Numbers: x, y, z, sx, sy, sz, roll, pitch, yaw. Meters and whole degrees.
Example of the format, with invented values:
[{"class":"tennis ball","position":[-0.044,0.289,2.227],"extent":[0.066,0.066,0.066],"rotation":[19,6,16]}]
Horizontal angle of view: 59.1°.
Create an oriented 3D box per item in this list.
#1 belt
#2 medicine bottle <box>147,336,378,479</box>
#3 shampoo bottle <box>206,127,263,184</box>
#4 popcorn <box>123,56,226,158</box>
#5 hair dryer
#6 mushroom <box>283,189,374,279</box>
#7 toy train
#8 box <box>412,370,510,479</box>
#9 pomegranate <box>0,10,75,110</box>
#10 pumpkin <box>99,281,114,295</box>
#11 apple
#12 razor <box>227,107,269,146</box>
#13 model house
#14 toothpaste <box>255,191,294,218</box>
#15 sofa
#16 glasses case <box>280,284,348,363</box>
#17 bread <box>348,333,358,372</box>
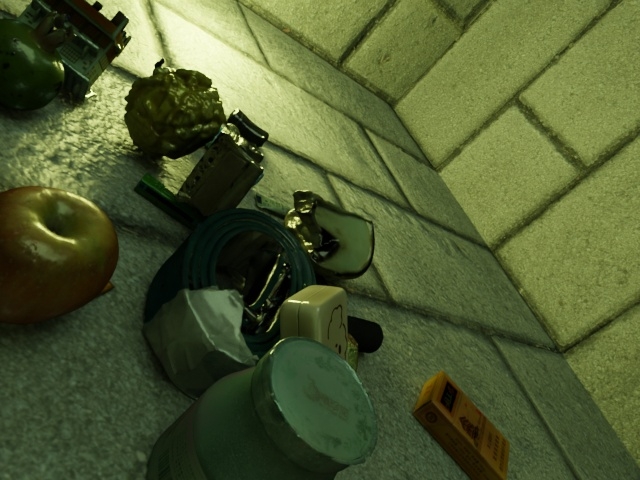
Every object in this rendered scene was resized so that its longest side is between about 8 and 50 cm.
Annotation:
[{"class":"belt","position":[-0.171,0.112,1.134],"extent":[0.300,0.173,0.436],"rotation":[38,27,-12]},{"class":"medicine bottle","position":[-0.080,0.305,0.843],"extent":[0.245,0.290,0.245],"rotation":[35,28,-21]},{"class":"shampoo bottle","position":[-0.274,-0.266,1.672],"extent":[0.258,0.061,0.104],"rotation":[45,25,-2]},{"class":"popcorn","position":[-0.364,-0.318,1.394],"extent":[0.225,0.249,0.249],"rotation":[54,24,-9]},{"class":"hair dryer","position":[0.040,0.178,1.471],"extent":[0.197,0.089,0.251],"rotation":[19,29,-43]},{"class":"mushroom","position":[0.002,0.009,1.590],"extent":[0.292,0.212,0.217],"rotation":[31,57,-52]},{"class":"toy train","position":[-0.332,-0.079,1.324],"extent":[0.209,0.042,0.044],"rotation":[37,27,-18]},{"class":"box","position":[0.378,0.502,1.501],"extent":[0.274,0.076,0.174],"rotation":[48,24,4]},{"class":"pomegranate","position":[-0.598,-0.375,1.149],"extent":[0.187,0.225,0.187],"rotation":[51,14,-18]},{"class":"pumpkin","position":[-0.412,0.069,0.991],"extent":[0.073,0.035,0.101],"rotation":[43,27,1]},{"class":"apple","position":[-0.429,0.026,0.863],"extent":[0.210,0.173,0.235],"rotation":[52,28,20]},{"class":"razor","position":[-0.241,-0.375,1.891],"extent":[0.148,0.054,0.090],"rotation":[38,26,-18]},{"class":"model house","position":[-0.586,-0.480,1.338],"extent":[0.224,0.215,0.198],"rotation":[39,-6,-16]},{"class":"toothpaste","position":[-0.101,-0.085,1.694],"extent":[0.216,0.037,0.062],"rotation":[23,33,-32]},{"class":"sofa","position":[-0.212,-0.146,1.365],"extent":[0.182,0.200,0.258],"rotation":[36,10,-14]},{"class":"glasses case","position":[-0.007,0.258,1.037],"extent":[0.144,0.076,0.336],"rotation":[-25,116,-63]},{"class":"bread","position":[0.021,0.256,1.262],"extent":[0.069,0.128,0.140],"rotation":[-4,54,-53]}]
